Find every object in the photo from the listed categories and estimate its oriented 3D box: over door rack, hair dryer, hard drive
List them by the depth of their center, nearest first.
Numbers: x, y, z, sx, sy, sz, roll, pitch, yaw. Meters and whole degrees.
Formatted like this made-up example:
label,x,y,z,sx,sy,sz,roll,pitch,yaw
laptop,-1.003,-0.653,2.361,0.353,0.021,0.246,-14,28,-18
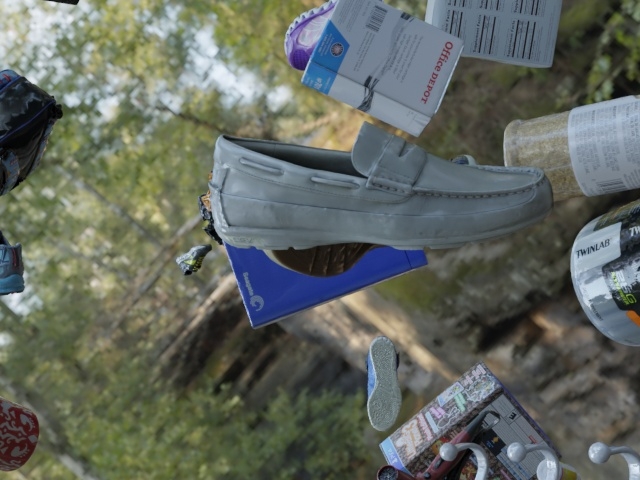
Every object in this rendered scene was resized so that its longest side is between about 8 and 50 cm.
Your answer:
label,x,y,z,sx,sy,sz,roll,pitch,yaw
over door rack,0.152,0.334,1.023,0.239,0.108,0.324,-15,56,59
hair dryer,0.188,0.398,1.978,0.293,0.080,0.223,-3,-71,-50
hard drive,0.000,0.000,1.987,0.319,0.210,0.040,-20,-12,2

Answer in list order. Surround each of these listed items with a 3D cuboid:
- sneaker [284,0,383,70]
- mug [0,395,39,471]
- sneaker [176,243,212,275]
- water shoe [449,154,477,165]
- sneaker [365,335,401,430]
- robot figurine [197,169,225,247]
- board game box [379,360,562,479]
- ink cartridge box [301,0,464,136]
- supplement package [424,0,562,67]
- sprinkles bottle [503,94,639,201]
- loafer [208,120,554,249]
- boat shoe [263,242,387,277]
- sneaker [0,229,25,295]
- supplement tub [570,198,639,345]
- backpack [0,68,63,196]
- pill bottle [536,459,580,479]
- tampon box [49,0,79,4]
label,x,y,z,sx,sy,sz,roll,pitch,yaw
sneaker,0.022,-0.360,2.021,0.236,0.095,0.104,-34,49,40
mug,-0.473,0.234,1.522,0.169,0.150,0.113,34,-94,-50
sneaker,-0.201,0.032,1.879,0.031,0.035,0.083,-9,-15,-44
water shoe,0.205,-0.102,1.825,0.203,0.080,0.073,-113,33,-79
sneaker,0.103,0.231,1.881,0.058,0.152,0.084,-4,-1,5
robot figurine,-0.118,-0.017,2.187,0.085,0.291,0.211,-27,-10,-43
board game box,0.318,0.448,2.453,0.291,0.232,0.141,-40,20,3
ink cartridge box,0.088,-0.254,1.638,0.139,0.191,0.082,-66,4,-21
supplement package,0.281,-0.374,1.914,0.194,0.203,0.149,-75,-7,-81
sprinkles bottle,0.411,-0.127,1.432,0.355,0.121,0.121,-10,14,28
loafer,0.053,-0.054,1.063,0.112,0.319,0.111,-73,-19,-72
boat shoe,0.008,-0.037,1.324,0.341,0.110,0.121,-9,-63,-60
sneaker,-0.668,0.015,2.279,0.104,0.262,0.125,-11,-64,-52
supplement tub,0.533,0.014,1.601,0.207,0.207,0.338,-44,8,-37
backpack,-0.490,-0.154,1.769,0.158,0.117,0.173,-48,-6,-37
pill bottle,0.387,0.380,1.858,0.083,0.043,0.043,26,-72,-45
tampon box,-0.345,-0.398,1.460,0.120,0.101,0.161,-1,-42,-47
